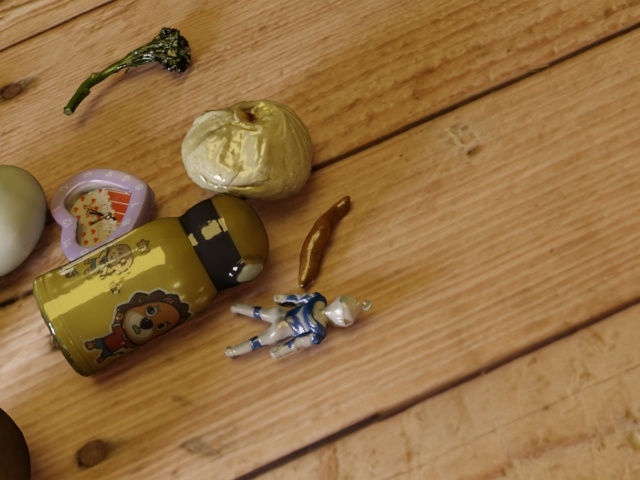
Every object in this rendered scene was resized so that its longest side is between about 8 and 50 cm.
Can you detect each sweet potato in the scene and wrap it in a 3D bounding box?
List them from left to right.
[{"bbox_3d":[-0.001,-0.002,1.764,0.044,0.044,0.179,11,60,24],"label":"sweet potato"}]

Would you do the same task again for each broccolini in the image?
[{"bbox_3d":[-0.345,-0.295,2.069,0.271,0.062,0.123,-38,38,-17],"label":"broccolini"}]

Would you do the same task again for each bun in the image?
[{"bbox_3d":[-0.117,-0.155,1.815,0.220,0.134,0.220,5,32,-3],"label":"bun"}]

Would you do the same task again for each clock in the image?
[{"bbox_3d":[-0.353,-0.039,1.888,0.172,0.064,0.198,-27,52,-2],"label":"clock"}]

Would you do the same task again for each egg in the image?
[{"bbox_3d":[-0.540,-0.028,1.886,0.151,0.151,0.209,8,60,22],"label":"egg"}]

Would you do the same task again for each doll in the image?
[{"bbox_3d":[-0.030,0.123,1.678,0.227,0.057,0.114,-12,46,20],"label":"doll"}]

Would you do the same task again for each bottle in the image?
[{"bbox_3d":[-0.245,0.052,1.720,0.351,0.171,0.172,-28,52,-3],"label":"bottle"}]

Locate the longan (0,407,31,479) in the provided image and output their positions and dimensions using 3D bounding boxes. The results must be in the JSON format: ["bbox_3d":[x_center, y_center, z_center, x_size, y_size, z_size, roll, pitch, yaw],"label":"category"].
[{"bbox_3d":[-0.534,0.329,1.584,0.258,0.258,0.258,-9,54,12],"label":"longan"}]
